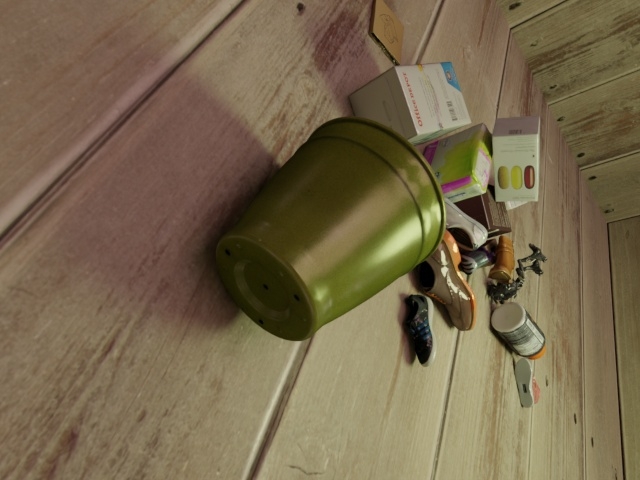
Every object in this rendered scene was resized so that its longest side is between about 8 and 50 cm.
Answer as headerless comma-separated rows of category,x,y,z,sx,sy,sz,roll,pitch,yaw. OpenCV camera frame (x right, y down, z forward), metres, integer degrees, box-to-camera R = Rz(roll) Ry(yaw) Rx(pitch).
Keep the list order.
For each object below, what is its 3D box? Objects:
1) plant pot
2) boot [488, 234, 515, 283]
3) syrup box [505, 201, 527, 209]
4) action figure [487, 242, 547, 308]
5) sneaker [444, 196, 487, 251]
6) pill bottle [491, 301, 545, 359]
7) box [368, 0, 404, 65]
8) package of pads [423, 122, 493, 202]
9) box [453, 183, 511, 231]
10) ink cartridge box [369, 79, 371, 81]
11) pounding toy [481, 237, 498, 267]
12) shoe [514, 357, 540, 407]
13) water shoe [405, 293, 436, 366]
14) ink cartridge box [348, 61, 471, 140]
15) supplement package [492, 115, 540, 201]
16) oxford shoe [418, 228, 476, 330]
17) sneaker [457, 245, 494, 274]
plant pot,0.000,0.000,1.018,0.353,0.366,0.366,-42,110,-37
boot,0.600,0.056,1.717,0.197,0.073,0.152,26,69,-63
syrup box,0.783,-0.178,2.192,0.237,0.093,0.096,-15,88,-51
action figure,0.708,0.135,1.949,0.276,0.141,0.164,-35,138,-13
sneaker,0.384,-0.061,1.584,0.258,0.094,0.091,32,42,20
pill bottle,0.739,0.343,1.911,0.245,0.130,0.130,45,46,-31
box,0.230,-0.726,1.797,0.164,0.021,0.201,35,52,-37
package of pads,0.440,-0.244,1.698,0.101,0.229,0.296,50,43,-26
box,0.527,-0.092,1.791,0.203,0.168,0.167,2,74,-50
ink cartridge box,0.257,-0.420,1.688,0.225,0.056,0.180,6,71,-51
pounding toy,0.548,0.038,1.798,0.141,0.130,0.100,-23,94,-51
shoe,0.774,0.527,1.940,0.081,0.064,0.177,7,76,-50
water shoe,0.269,0.249,1.447,0.080,0.073,0.203,15,58,-23
ink cartridge box,0.263,-0.387,1.528,0.270,0.197,0.198,-20,92,-40
supplement package,0.638,-0.261,1.687,0.134,0.139,0.244,-60,143,-46
oxford shoe,0.368,0.141,1.582,0.133,0.130,0.363,-31,110,-18
sneaker,0.462,0.051,1.631,0.223,0.098,0.083,-129,-166,-76
